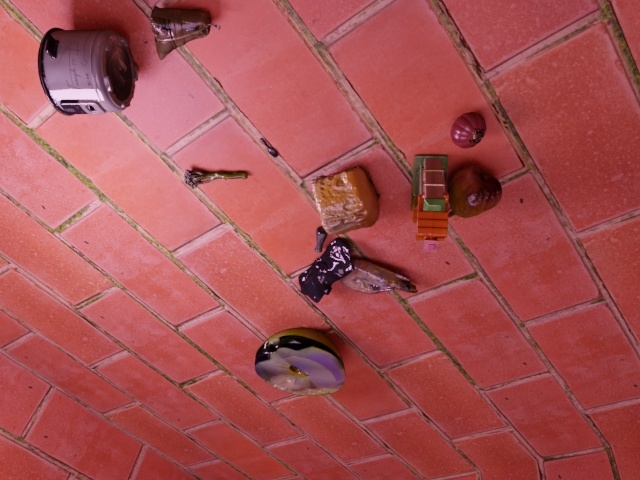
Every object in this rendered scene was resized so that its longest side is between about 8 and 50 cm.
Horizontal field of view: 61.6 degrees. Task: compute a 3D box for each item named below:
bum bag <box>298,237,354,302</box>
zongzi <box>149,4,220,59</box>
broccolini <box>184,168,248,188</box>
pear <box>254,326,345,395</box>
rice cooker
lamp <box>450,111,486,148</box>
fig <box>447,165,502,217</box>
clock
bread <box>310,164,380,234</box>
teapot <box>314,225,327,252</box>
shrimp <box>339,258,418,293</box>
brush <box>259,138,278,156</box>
[{"bbox_3d":[0.021,0.118,1.999,0.137,0.074,0.310,56,130,15],"label":"bum bag"},{"bbox_3d":[-0.374,-0.568,1.510,0.189,0.081,0.178,1,154,-8],"label":"zongzi"},{"bbox_3d":[-0.355,-0.209,1.813,0.216,0.058,0.067,2,128,8],"label":"broccolini"},{"bbox_3d":[-0.077,0.496,2.305,0.399,0.165,0.399,5,132,6],"label":"pear"},{"bbox_3d":[-0.666,-0.475,1.518,0.227,0.241,0.280,1,168,5],"label":"rice cooker"},{"bbox_3d":[0.427,-0.317,1.547,0.107,0.092,0.107,-19,137,-19],"label":"lamp"},{"bbox_3d":[0.452,-0.128,1.698,0.159,0.159,0.257,21,152,-8],"label":"fig"},{"bbox_3d":[0.332,-0.104,1.643,0.106,0.255,0.220,2,130,9],"label":"clock"},{"bbox_3d":[0.096,-0.111,1.751,0.204,0.162,0.262,-18,140,11],"label":"bread"},{"bbox_3d":[0.000,0.000,1.943,0.043,0.043,0.110,11,136,1],"label":"teapot"},{"bbox_3d":[0.210,0.156,2.022,0.317,0.077,0.168,19,139,1],"label":"shrimp"},{"bbox_3d":[-0.167,-0.299,1.731,0.024,0.008,0.083,-25,123,32],"label":"brush"}]
